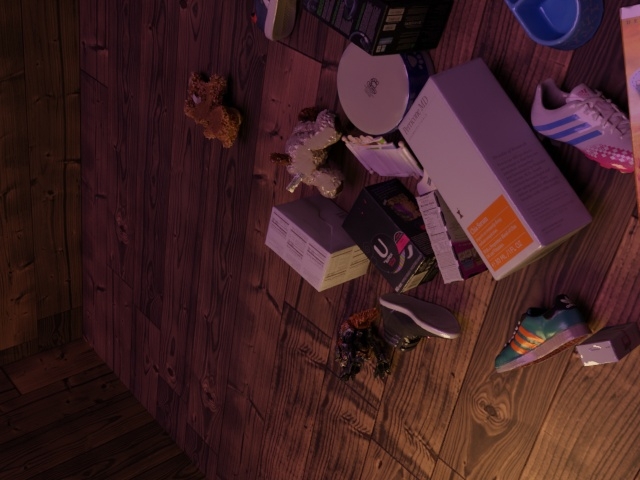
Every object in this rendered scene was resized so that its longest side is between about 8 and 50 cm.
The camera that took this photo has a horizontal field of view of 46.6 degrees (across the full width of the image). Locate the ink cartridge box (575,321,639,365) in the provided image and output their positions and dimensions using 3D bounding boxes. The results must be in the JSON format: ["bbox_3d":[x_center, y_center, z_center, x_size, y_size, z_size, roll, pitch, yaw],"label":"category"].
[{"bbox_3d":[0.643,0.231,1.653,0.089,0.123,0.052,-24,86,51],"label":"ink cartridge box"}]

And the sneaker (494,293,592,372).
[{"bbox_3d":[0.526,0.230,1.815,0.302,0.108,0.121,-45,57,49],"label":"sneaker"}]

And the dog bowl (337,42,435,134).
[{"bbox_3d":[0.169,-0.414,1.958,0.265,0.104,0.264,22,120,42],"label":"dog bowl"}]

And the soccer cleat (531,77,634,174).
[{"bbox_3d":[0.575,-0.242,1.536,0.331,0.116,0.143,30,143,41],"label":"soccer cleat"}]

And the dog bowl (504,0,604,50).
[{"bbox_3d":[0.472,-0.540,1.585,0.297,0.074,0.166,60,139,12],"label":"dog bowl"}]

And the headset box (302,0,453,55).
[{"bbox_3d":[0.130,-0.582,1.824,0.283,0.246,0.131,42,132,29],"label":"headset box"}]

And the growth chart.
[{"bbox_3d":[0.171,-0.228,2.026,0.237,0.021,0.172,12,149,47],"label":"growth chart"}]

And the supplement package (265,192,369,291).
[{"bbox_3d":[0.000,0.000,2.236,0.262,0.204,0.145,40,131,32],"label":"supplement package"}]

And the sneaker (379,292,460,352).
[{"bbox_3d":[0.283,0.256,2.100,0.296,0.105,0.146,21,122,50],"label":"sneaker"}]

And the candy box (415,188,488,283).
[{"bbox_3d":[0.346,-0.025,1.865,0.071,0.159,0.233,-17,90,50],"label":"candy box"}]

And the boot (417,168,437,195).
[{"bbox_3d":[0.310,-0.167,1.931,0.069,0.086,0.190,47,163,15],"label":"boot"}]

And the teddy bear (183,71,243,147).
[{"bbox_3d":[-0.369,-0.458,2.576,0.338,0.113,0.245,24,115,50],"label":"teddy bear"}]

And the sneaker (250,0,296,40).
[{"bbox_3d":[-0.129,-0.758,2.142,0.148,0.131,0.350,44,134,23],"label":"sneaker"}]

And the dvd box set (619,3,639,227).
[{"bbox_3d":[0.724,-0.241,1.347,0.308,0.062,0.420,-3,102,28],"label":"dvd box set"}]

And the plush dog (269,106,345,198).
[{"bbox_3d":[-0.036,-0.266,2.183,0.225,0.211,0.262,-86,-8,-68],"label":"plush dog"}]

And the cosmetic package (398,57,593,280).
[{"bbox_3d":[0.389,-0.162,1.716,0.453,0.162,0.230,60,157,14],"label":"cosmetic package"}]

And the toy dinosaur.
[{"bbox_3d":[0.107,0.311,2.278,0.322,0.165,0.218,80,174,-55],"label":"toy dinosaur"}]

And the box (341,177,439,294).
[{"bbox_3d":[0.211,-0.015,2.036,0.270,0.143,0.165,51,136,24],"label":"box"}]
